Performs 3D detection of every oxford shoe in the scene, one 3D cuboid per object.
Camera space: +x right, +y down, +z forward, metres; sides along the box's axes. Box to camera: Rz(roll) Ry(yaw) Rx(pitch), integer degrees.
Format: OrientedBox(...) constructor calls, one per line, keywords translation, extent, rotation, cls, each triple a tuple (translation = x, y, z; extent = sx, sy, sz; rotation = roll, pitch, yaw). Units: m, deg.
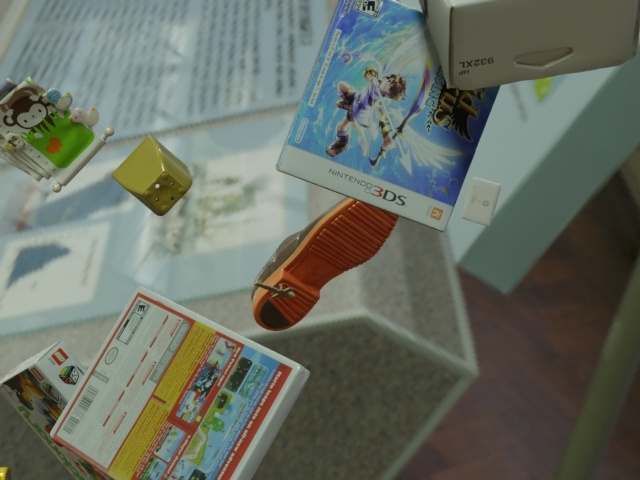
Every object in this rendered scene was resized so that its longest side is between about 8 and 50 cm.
OrientedBox(translation=(0.000, 0.000, 2.385), extent=(0.130, 0.364, 0.132), rotation=(39, 16, -32), cls="oxford shoe")

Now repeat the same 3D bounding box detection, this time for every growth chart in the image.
OrientedBox(translation=(-0.466, -0.180, 2.096), extent=(0.237, 0.172, 0.021), rotation=(29, 22, -22), cls="growth chart")

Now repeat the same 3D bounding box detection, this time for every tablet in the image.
OrientedBox(translation=(0.283, -0.068, 2.310), extent=(0.054, 0.083, 0.006), rotation=(17, 28, 9), cls="tablet")

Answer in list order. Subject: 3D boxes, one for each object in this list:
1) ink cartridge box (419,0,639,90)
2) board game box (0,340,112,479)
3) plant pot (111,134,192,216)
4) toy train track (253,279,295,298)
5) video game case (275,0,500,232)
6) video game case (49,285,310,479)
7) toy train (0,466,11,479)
OrientedBox(translation=(0.225, -0.337, 1.547), extent=(0.223, 0.129, 0.307), rotation=(-10, 48, -3), cls="ink cartridge box")
OrientedBox(translation=(-0.305, 0.283, 1.799), extent=(0.305, 0.193, 0.053), rotation=(51, 58, -7), cls="board game box")
OrientedBox(translation=(-0.226, -0.082, 1.815), extent=(0.081, 0.081, 0.083), rotation=(42, 2, -31), cls="plant pot")
OrientedBox(translation=(-0.076, 0.078, 2.174), extent=(0.083, 0.048, 0.014), rotation=(22, 53, -39), cls="toy train track")
OrientedBox(translation=(0.100, -0.177, 1.770), extent=(0.244, 0.269, 0.061), rotation=(20, 4, -7), cls="video game case")
OrientedBox(translation=(-0.161, 0.181, 1.434), extent=(0.285, 0.204, 0.025), rotation=(21, -13, 43), cls="video game case")
OrientedBox(translation=(-0.429, 0.260, 1.509), extent=(0.166, 0.125, 0.046), rotation=(50, 5, 0), cls="toy train")
